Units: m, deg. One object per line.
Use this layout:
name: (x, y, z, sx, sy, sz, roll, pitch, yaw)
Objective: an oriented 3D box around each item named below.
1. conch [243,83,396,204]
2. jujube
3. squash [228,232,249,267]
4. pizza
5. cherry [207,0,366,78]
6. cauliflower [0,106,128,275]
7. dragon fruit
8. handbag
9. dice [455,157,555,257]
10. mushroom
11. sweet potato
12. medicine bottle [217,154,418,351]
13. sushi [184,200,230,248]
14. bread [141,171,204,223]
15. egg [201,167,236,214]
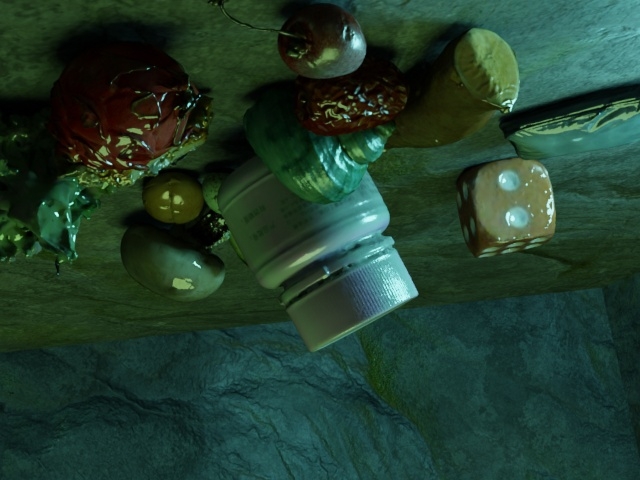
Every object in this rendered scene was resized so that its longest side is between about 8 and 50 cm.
conch: (0.009, -0.148, 1.552, 0.202, 0.134, 0.196, -27, 129, -14)
jujube: (0.044, -0.209, 1.452, 0.176, 0.109, 0.112, -14, 166, -34)
squash: (-0.098, -0.027, 2.046, 0.123, 0.170, 0.170, -14, 173, -40)
pizza: (-0.243, -0.151, 1.434, 0.246, 0.127, 0.058, -25, 150, -28)
cherry: (-0.025, -0.260, 1.255, 0.107, 0.090, 0.225, -5, 164, 40)
cauliflower: (-0.392, -0.063, 1.442, 0.256, 0.239, 0.315, -6, -150, -23)
dragon fruit: (-0.253, -0.168, 1.300, 0.209, 0.172, 0.172, -23, 165, 8)
handbag: (0.500, -0.213, 1.854, 0.332, 0.075, 0.191, -11, 164, 20)
dice: (0.388, -0.066, 2.160, 0.175, 0.179, 0.174, -6, 167, -4)
mushroom: (-0.301, 0.029, 2.110, 0.226, 0.178, 0.226, 22, -175, -2)
sweet potato: (0.181, -0.201, 1.556, 0.131, 0.131, 0.336, -4, 167, -22)
medicine bottle: (0.000, 0.000, 1.734, 0.256, 0.325, 0.256, -29, 173, -4)
sushi: (-0.204, -0.042, 1.992, 0.078, 0.090, 0.150, 37, 142, -18)
bread: (-0.271, -0.072, 1.901, 0.114, 0.077, 0.189, -12, 165, -6)
egg: (-0.173, -0.091, 1.861, 0.085, 0.085, 0.110, -14, 154, 20)
